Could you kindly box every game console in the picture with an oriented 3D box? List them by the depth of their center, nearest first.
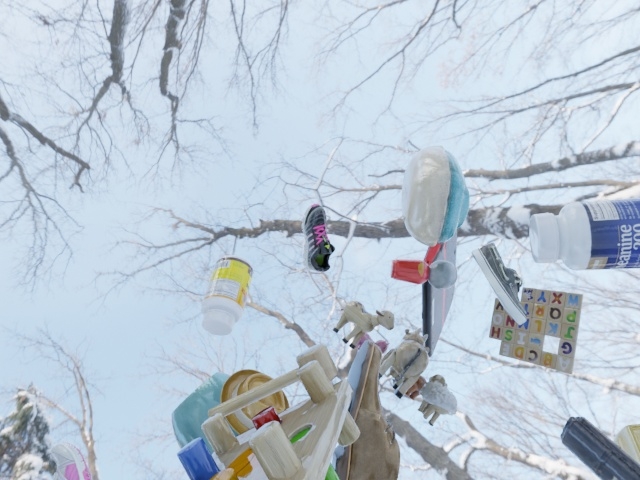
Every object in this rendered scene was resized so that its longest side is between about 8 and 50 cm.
[{"bbox_3d":[0.388,0.143,1.411,0.342,0.060,0.387,-49,-42,-45],"label":"game console"}]

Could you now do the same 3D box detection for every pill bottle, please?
[{"bbox_3d":[0.271,-0.005,0.405,0.120,0.067,0.067,-4,-84,16],"label":"pill bottle"},{"bbox_3d":[-0.264,0.154,1.192,0.117,0.117,0.215,33,-139,-24],"label":"pill bottle"}]

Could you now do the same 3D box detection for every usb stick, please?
[{"bbox_3d":[0.525,0.413,0.691,0.045,0.278,0.077,-7,-59,-26],"label":"usb stick"}]

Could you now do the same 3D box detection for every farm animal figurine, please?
[{"bbox_3d":[0.211,0.296,1.156,0.330,0.327,0.172,41,-92,-7],"label":"farm animal figurine"}]

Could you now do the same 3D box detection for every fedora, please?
[{"bbox_3d":[-0.147,0.394,1.048,0.194,0.079,0.194,23,-142,-19],"label":"fedora"}]

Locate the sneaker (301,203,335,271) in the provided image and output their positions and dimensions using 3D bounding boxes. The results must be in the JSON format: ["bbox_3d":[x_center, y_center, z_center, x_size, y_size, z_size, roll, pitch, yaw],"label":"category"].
[{"bbox_3d":[0.000,0.000,0.979,0.063,0.074,0.171,-13,-65,-36],"label":"sneaker"}]

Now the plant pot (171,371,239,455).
[{"bbox_3d":[-0.316,0.559,1.313,0.293,0.293,0.235,-42,-97,-19],"label":"plant pot"}]

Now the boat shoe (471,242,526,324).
[{"bbox_3d":[0.444,0.096,1.019,0.070,0.219,0.078,-30,-39,15],"label":"boat shoe"}]

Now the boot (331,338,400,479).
[{"bbox_3d":[0.094,0.342,0.789,0.115,0.112,0.306,9,-95,0],"label":"boot"}]

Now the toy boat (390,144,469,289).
[{"bbox_3d":[0.243,-0.039,0.902,0.148,0.267,0.318,7,-61,5],"label":"toy boat"}]

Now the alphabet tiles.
[{"bbox_3d":[0.564,0.226,1.130,0.009,0.237,0.198,16,-98,-32],"label":"alphabet tiles"}]

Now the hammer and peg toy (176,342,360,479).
[{"bbox_3d":[-0.076,0.288,0.592,0.265,0.361,0.127,-32,-93,12],"label":"hammer and peg toy"}]

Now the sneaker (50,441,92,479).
[{"bbox_3d":[-0.616,0.606,1.030,0.111,0.252,0.103,-26,-43,-37],"label":"sneaker"}]

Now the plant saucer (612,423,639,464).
[{"bbox_3d":[0.904,0.525,1.020,0.332,0.332,0.081,-9,-99,-63],"label":"plant saucer"}]
